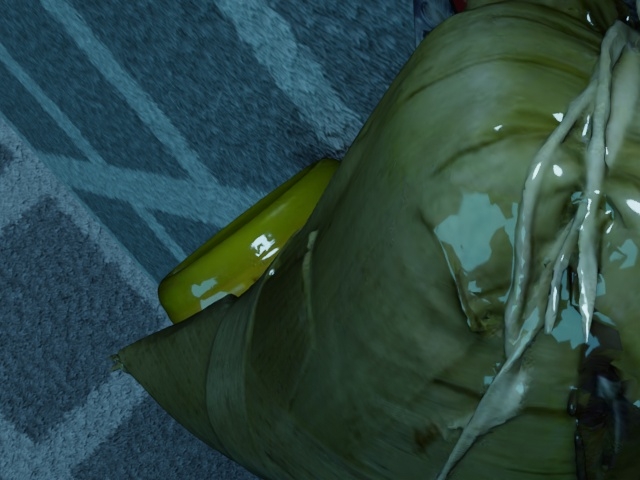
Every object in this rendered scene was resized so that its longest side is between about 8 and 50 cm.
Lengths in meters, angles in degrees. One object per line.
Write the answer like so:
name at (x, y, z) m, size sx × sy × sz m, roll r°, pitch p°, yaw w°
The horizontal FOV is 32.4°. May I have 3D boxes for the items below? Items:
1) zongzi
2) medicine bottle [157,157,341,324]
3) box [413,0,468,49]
zongzi at (-0.007, 0.018, 0.596) m, size 0.467 × 0.218 × 0.500 m, roll 7°, pitch 147°, yaw 20°
medicine bottle at (0.040, 0.131, 1.054) m, size 0.384 × 0.224 × 0.224 m, roll 54°, pitch 163°, yaw -6°
box at (0.085, -0.143, 0.638) m, size 0.055 × 0.039 × 0.218 m, roll 39°, pitch 164°, yaw 21°
